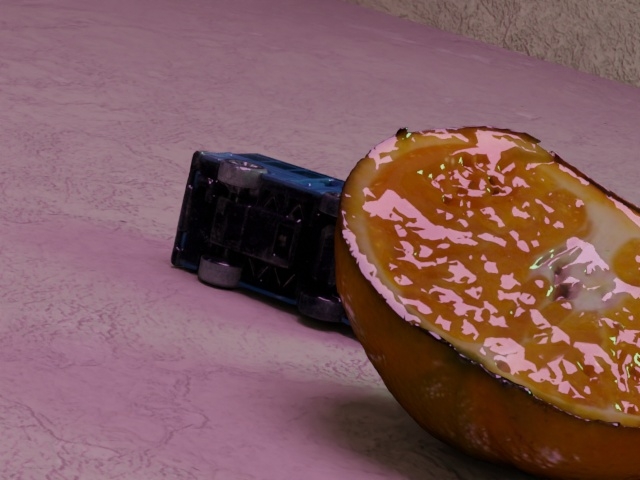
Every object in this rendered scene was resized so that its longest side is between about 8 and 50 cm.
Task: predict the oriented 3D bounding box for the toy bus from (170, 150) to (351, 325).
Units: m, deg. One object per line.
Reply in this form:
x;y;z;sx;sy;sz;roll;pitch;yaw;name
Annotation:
0.000;0.000;1.721;0.234;0.116;0.133;19;11;29;toy bus

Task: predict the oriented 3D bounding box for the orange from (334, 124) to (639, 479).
0.155;0.044;1.416;0.310;0.274;0.274;51;11;-8;orange
